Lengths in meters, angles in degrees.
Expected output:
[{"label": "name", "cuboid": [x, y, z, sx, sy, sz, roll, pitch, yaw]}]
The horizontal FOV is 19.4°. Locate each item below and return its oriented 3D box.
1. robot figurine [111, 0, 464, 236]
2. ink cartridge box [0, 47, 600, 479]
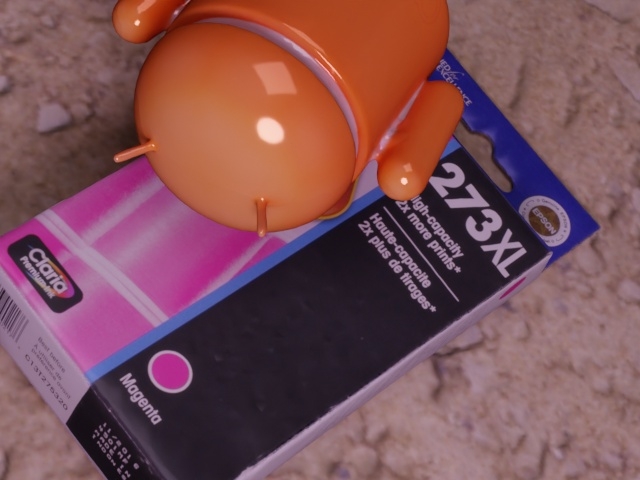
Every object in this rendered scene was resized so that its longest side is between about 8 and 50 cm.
[{"label": "robot figurine", "cuboid": [-0.016, -0.093, 0.983, 0.158, 0.128, 0.219, 54, 50, -24]}, {"label": "ink cartridge box", "cuboid": [0.000, 0.000, 1.053, 0.371, 0.069, 0.175, -32, 78, -36]}]
